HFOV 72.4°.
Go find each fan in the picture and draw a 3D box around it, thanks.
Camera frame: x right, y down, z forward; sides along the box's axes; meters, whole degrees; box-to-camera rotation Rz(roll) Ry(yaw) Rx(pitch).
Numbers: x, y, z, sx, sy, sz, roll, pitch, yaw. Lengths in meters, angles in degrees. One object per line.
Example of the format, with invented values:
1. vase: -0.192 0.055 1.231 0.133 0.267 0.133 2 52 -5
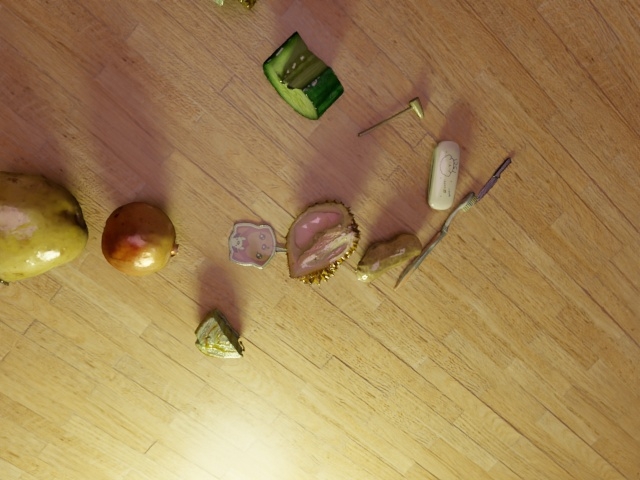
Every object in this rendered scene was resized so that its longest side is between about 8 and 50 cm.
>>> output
1. fan: -0.155 0.021 1.263 0.219 0.009 0.132 10 103 -10

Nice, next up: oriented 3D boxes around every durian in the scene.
1. durian: 0.008 0.007 1.224 0.250 0.183 0.138 -48 141 2

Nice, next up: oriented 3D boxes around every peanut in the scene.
1. peanut: 0.196 0.048 1.275 0.213 0.099 0.100 -23 105 0

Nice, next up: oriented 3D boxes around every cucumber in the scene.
1. cucumber: -0.036 -0.395 1.093 0.191 0.191 0.130 43 96 -15

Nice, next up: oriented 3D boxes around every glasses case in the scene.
1. glasses case: 0.355 -0.186 1.259 0.075 0.049 0.198 3 103 -8

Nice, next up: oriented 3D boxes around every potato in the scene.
1. potato: -0.705 -0.041 1.078 0.242 0.242 0.286 -8 98 -6

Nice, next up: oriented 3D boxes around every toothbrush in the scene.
1. toothbrush: 0.341 0.006 1.316 0.037 0.028 0.375 38 96 -19

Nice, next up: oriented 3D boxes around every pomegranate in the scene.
1. pomegranate: -0.465 -0.002 1.133 0.191 0.191 0.192 -2 104 -7

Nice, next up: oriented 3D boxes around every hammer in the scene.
1. hammer: 0.196 -0.328 1.222 0.195 0.028 0.060 -27 112 3

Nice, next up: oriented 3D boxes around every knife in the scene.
1. knife: 0.512 -0.175 1.305 0.023 0.010 0.170 37 98 -8

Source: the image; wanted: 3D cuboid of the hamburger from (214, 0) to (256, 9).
1. hamburger: -0.192 -0.687 1.003 0.192 0.168 0.288 23 100 -14

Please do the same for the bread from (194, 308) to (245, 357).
1. bread: -0.301 0.290 1.260 0.110 0.103 0.156 -35 99 -4
